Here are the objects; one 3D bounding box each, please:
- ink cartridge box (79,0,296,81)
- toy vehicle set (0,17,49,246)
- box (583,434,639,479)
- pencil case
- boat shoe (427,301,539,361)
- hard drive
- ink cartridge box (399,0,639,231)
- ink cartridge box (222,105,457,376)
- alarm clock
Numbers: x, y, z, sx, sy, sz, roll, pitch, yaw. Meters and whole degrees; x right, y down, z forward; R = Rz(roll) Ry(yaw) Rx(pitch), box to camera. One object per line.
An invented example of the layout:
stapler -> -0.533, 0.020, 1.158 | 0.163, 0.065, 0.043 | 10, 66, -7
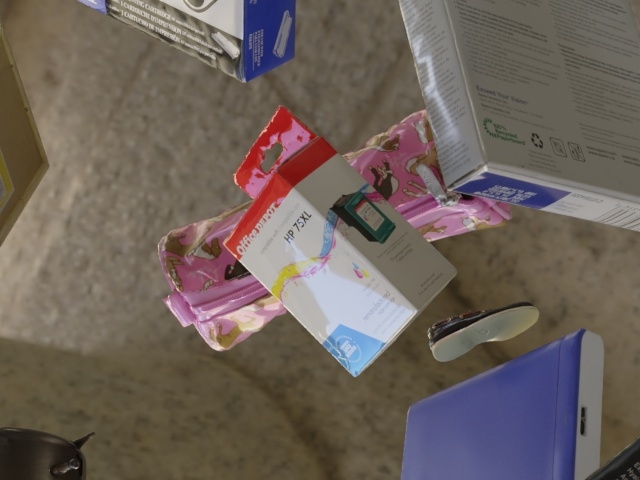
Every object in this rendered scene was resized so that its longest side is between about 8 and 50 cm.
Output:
ink cartridge box -> -0.103, -0.176, 0.886 | 0.207, 0.046, 0.097 | 29, 134, 31
toy vehicle set -> -0.315, -0.082, 1.362 | 0.035, 0.166, 0.267 | -9, 25, 11
box -> 0.390, 0.214, 1.109 | 0.312, 0.343, 0.179 | -41, 50, 5
pencil case -> 0.012, -0.013, 1.694 | 0.386, 0.167, 0.160 | -25, 65, 12
boat shoe -> 0.188, 0.097, 1.779 | 0.133, 0.049, 0.042 | -22, 42, 7
hard drive -> 0.197, 0.244, 1.728 | 0.319, 0.040, 0.210 | -33, 42, 51
ink cartridge box -> 0.219, -0.184, 1.552 | 0.071, 0.324, 0.330 | -33, 59, 40
ink cartridge box -> 0.000, 0.000, 1.443 | 0.231, 0.078, 0.134 | 44, 138, 6
alarm clock -> -0.262, 0.183, 1.155 | 0.192, 0.129, 0.064 | -8, 65, 4
